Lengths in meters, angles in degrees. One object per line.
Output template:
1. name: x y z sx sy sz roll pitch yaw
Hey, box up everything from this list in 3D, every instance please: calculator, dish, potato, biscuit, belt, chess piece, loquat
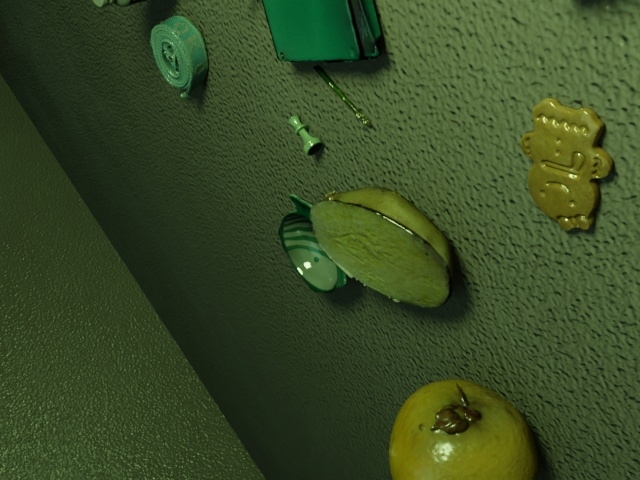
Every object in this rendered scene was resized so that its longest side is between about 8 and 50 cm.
1. calculator: -0.012 -0.417 1.150 0.274 0.058 0.248 14 126 54
2. dish: 0.000 0.000 1.490 0.224 0.078 0.246 33 142 41
3. potato: 0.129 0.000 1.249 0.299 0.116 0.239 24 142 32
4. biscuit: 0.325 -0.102 0.928 0.133 0.027 0.184 38 144 33
5. belt: -0.328 -0.442 1.617 0.147 0.082 0.163 47 147 4
6. chess piece: -0.035 -0.217 1.392 0.093 0.042 0.042 54 151 22
7. loquat: 0.249 0.382 1.242 0.275 0.275 0.274 39 145 35

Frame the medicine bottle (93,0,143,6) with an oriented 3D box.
1. medicine bottle: -0.409 -0.576 1.505 0.107 0.192 0.107 39 145 35

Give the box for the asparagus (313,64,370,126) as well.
1. asparagus: 0.038 -0.265 1.256 0.166 0.016 0.013 51 117 20
